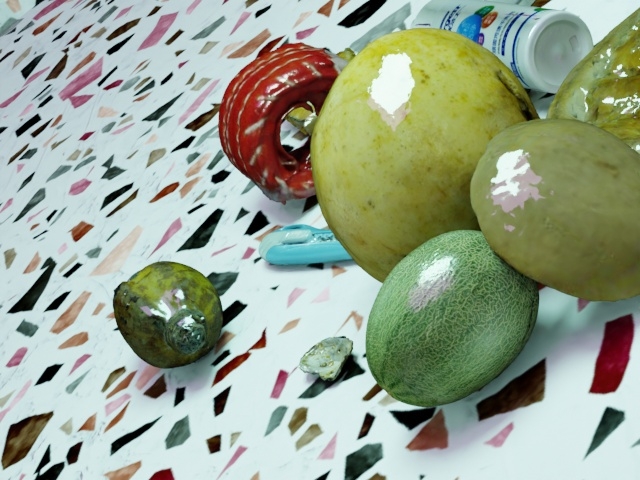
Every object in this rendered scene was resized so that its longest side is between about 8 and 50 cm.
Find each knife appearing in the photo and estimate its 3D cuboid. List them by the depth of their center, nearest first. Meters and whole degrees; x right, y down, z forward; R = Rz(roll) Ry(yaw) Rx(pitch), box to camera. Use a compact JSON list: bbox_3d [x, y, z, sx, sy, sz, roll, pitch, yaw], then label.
[{"bbox_3d":[0.000,0.000,2.081,0.222,0.031,0.064,-3,39,52],"label":"knife"}]

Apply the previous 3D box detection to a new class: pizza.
[{"bbox_3d":[-0.008,-0.184,2.397,0.131,0.041,0.178,-23,29,26],"label":"pizza"}]

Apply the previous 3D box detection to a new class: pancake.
[{"bbox_3d":[0.397,-0.186,1.801,0.382,0.071,0.382,-32,25,17],"label":"pancake"}]

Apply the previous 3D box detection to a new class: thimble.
[{"bbox_3d":[-0.026,-0.148,2.212,0.189,0.163,0.125,-43,26,-8],"label":"thimble"}]

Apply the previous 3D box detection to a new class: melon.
[{"bbox_3d":[0.124,0.066,1.667,0.192,0.139,0.139,-47,25,-9],"label":"melon"}]

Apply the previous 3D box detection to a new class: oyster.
[{"bbox_3d":[0.007,0.121,1.880,0.054,0.019,0.083,-49,28,-17],"label":"oyster"}]

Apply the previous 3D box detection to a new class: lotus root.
[{"bbox_3d":[-0.171,0.086,2.079,0.120,0.120,0.209,-42,25,-7],"label":"lotus root"}]

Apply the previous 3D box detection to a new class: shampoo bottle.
[{"bbox_3d":[0.189,-0.229,2.076,0.092,0.092,0.303,-45,27,-12],"label":"shampoo bottle"}]

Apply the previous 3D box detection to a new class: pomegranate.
[{"bbox_3d":[0.104,-0.075,1.811,0.260,0.260,0.260,-31,26,17],"label":"pomegranate"}]

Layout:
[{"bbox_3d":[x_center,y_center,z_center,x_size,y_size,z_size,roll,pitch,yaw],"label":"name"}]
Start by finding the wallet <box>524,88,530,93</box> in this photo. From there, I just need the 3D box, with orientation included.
[{"bbox_3d":[0.169,-0.138,2.085,0.146,0.030,0.285,-10,37,48],"label":"wallet"}]

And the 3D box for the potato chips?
[{"bbox_3d":[0.237,-0.041,1.640,0.195,0.062,0.208,-17,61,-17],"label":"potato chips"}]

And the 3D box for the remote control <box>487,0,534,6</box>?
[{"bbox_3d":[0.200,-0.259,2.259,0.245,0.022,0.077,-48,28,-21],"label":"remote control"}]
